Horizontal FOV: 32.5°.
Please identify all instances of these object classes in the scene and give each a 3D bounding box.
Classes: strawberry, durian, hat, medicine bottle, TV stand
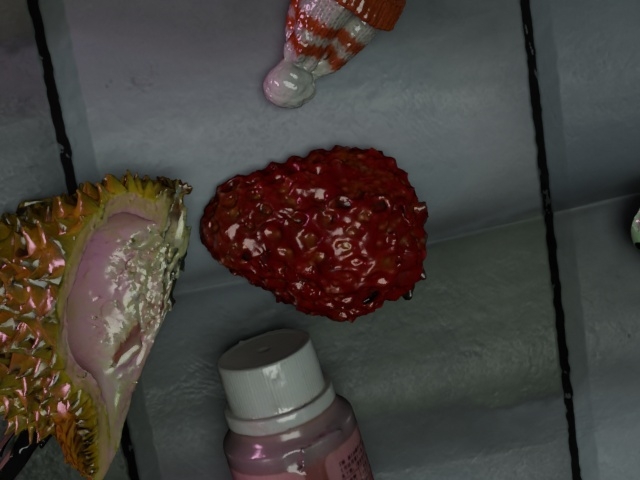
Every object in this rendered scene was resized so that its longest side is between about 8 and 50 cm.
[{"bbox_3d":[0.000,0.000,1.112,0.237,0.111,0.190,4,103,-13],"label":"strawberry"},{"bbox_3d":[-0.270,0.066,1.053,0.196,0.185,0.305,17,98,22],"label":"durian"},{"bbox_3d":[-0.001,-0.204,1.094,0.112,0.093,0.162,34,110,-8],"label":"hat"},{"bbox_3d":[-0.024,0.222,1.136,0.147,0.147,0.247,-18,104,-9],"label":"medicine bottle"},{"bbox_3d":[-0.272,0.172,1.122,0.042,0.036,0.249,38,91,-17],"label":"TV stand"}]

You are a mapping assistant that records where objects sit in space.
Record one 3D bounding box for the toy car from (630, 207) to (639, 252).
[{"bbox_3d":[0.411,0.005,1.237,0.186,0.058,0.093,39,90,-29],"label":"toy car"}]
